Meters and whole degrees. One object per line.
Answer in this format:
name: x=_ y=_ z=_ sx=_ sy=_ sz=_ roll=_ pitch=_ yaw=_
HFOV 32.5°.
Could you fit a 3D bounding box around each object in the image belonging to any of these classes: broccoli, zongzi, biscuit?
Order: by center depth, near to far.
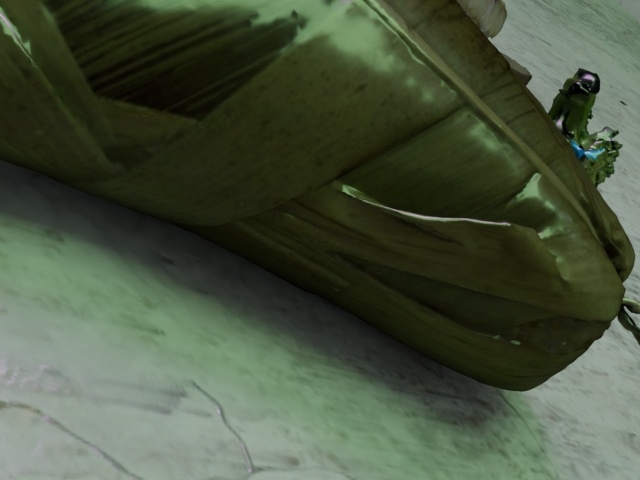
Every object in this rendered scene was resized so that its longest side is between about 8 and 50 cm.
zongzi: x=-0.011 y=0.010 z=0.707 sx=0.467 sy=0.218 sz=0.500 roll=-36 pitch=86 yaw=-39
broccoli: x=0.284 y=-0.121 z=1.286 sx=0.167 sy=0.160 sz=0.154 roll=14 pitch=28 yaw=-6
biscuit: x=0.191 y=-0.457 z=1.807 sx=0.281 sy=0.084 sz=0.179 roll=44 pitch=5 yaw=19

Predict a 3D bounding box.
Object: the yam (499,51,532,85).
yam: x=0.169 y=-0.156 z=1.233 sx=0.084 sy=0.127 sz=0.084 roll=32 pitch=21 yaw=-13
